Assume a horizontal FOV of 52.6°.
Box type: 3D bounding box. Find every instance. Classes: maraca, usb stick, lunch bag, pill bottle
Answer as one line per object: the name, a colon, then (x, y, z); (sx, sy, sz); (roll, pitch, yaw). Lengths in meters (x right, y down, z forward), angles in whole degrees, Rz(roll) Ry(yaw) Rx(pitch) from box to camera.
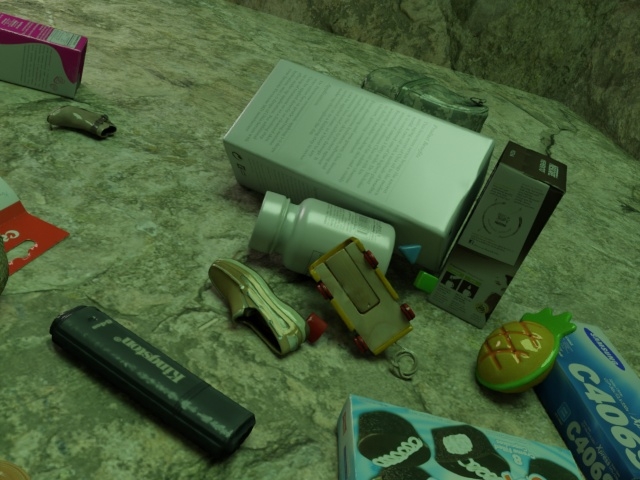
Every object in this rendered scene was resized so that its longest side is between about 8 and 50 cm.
maraca: (0.326, 0.171, 1.035); (0.186, 0.099, 0.127); (-39, 24, -20)
usb stick: (-0.203, 0.165, 0.781); (0.278, 0.045, 0.077); (30, 30, 15)
lunch bag: (0.208, -0.202, 1.431); (0.256, 0.304, 0.213); (29, 28, 23)
pill bottle: (0.000, 0.000, 1.111); (0.230, 0.131, 0.131); (19, 29, -6)

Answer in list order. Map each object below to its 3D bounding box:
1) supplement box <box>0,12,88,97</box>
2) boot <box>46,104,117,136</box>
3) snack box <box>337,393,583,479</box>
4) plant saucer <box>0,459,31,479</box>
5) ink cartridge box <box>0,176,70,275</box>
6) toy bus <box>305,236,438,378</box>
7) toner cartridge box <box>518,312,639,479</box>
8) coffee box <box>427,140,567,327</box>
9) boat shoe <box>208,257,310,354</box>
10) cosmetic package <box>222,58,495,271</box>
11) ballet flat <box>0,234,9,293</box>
supplement box: (-0.625, -0.400, 1.387); (0.220, 0.111, 0.114); (13, 29, -17)
boot: (-0.466, -0.232, 1.284); (0.087, 0.042, 0.118); (31, 30, 12)
snack box: (0.181, 0.307, 0.786); (0.322, 0.060, 0.187); (16, 29, -10)
plant saucer: (-0.314, 0.240, 0.609); (0.084, 0.013, 0.083); (16, 29, -9)
ink cartridge box: (-0.506, -0.041, 0.919); (0.233, 0.066, 0.189); (21, 29, 6)
toy bus: (0.069, 0.091, 1.013); (0.191, 0.202, 0.104); (11, 4, -4)
toner cartridge box: (0.447, 0.262, 1.031); (0.165, 0.075, 0.347); (12, 30, -19)
coffee box: (0.322, -0.013, 1.182); (0.119, 0.297, 0.168); (27, 29, 10)
boat shoe: (-0.105, 0.095, 0.953); (0.190, 0.068, 0.072); (35, 43, 22)
cosmetic package: (0.070, -0.150, 1.246); (0.454, 0.161, 0.230); (25, 68, 17)
ballet flat: (-0.593, -0.037, 0.700); (0.483, 0.164, 0.182); (20, 20, -35)
